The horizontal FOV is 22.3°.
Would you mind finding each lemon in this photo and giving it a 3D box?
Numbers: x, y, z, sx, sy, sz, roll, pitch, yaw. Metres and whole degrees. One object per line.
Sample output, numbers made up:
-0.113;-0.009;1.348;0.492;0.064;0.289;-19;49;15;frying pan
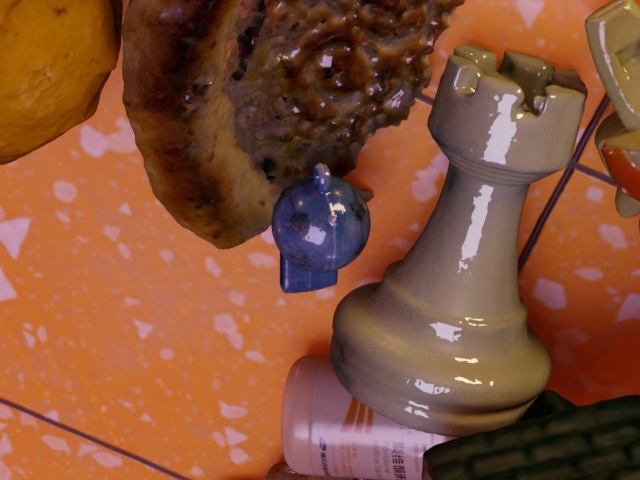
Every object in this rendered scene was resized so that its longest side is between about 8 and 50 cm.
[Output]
-0.282;-0.188;1.269;0.285;0.285;0.316;30;144;-5;lemon

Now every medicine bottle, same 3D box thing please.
0.095;0.167;1.494;0.252;0.114;0.114;2;119;10;medicine bottle

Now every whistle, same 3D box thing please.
0.293;-0.067;1.316;0.131;0.106;0.288;-30;114;3;whistle
0.000;0.000;1.362;0.090;0.090;0.158;8;130;9;whistle

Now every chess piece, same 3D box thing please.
0.128;-0.005;1.361;0.195;0.194;0.299;15;112;4;chess piece

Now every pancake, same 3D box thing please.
-0.016;-0.148;1.293;0.305;0.067;0.426;10;126;-32;pancake

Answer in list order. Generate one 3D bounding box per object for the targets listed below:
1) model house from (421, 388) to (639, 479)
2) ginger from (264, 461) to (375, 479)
0.319;0.234;1.289;0.445;0.395;0.400;-17;85;-4;model house
-0.024;0.266;1.597;0.204;0.080;0.104;-11;121;16;ginger
